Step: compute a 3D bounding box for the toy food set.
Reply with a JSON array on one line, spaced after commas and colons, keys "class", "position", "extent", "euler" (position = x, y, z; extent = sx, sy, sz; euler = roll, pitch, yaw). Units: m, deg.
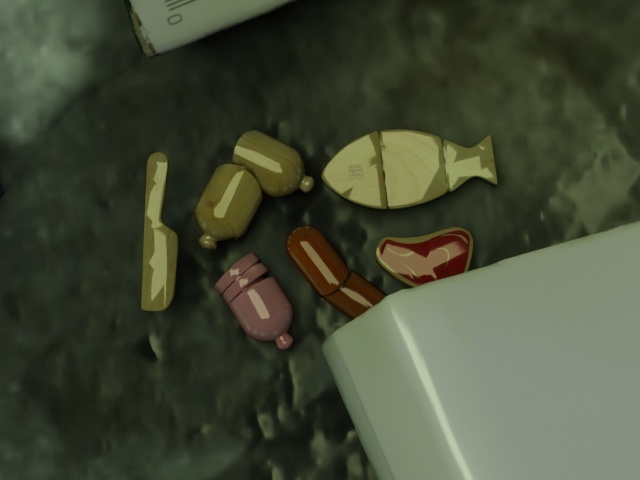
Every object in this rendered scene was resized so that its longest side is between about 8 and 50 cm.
[{"class": "toy food set", "position": [0.000, 0.000, 0.659], "extent": [0.122, 0.019, 0.078], "euler": [2, 82, 1]}]

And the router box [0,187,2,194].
[{"class": "router box", "position": [-0.223, -0.039, 0.682], "extent": [0.179, 0.046, 0.133], "euler": [-27, 80, 4]}]

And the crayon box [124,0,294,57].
[{"class": "crayon box", "position": [0.052, -0.211, 0.595], "extent": [0.318, 0.081, 0.202], "euler": [-20, 120, 5]}]

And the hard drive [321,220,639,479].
[{"class": "hard drive", "position": [0.163, 0.157, 0.526], "extent": [0.233, 0.047, 0.353], "euler": [-14, 76, -38]}]
